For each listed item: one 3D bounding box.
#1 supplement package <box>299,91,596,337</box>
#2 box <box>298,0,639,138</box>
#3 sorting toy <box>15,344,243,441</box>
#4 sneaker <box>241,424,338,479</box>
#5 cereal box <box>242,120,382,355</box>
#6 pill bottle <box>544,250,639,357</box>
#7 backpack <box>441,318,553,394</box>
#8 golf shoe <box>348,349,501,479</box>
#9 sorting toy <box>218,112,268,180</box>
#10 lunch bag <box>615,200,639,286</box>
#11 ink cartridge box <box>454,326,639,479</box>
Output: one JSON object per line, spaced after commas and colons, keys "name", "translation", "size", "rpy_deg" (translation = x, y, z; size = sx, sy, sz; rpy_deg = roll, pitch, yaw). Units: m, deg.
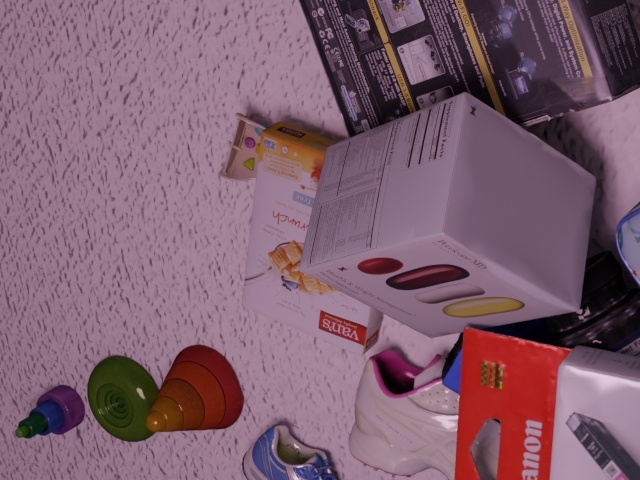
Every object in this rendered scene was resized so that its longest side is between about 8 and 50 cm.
{"name": "supplement package", "translation": [0.126, -0.015, 1.189], "size": [0.203, 0.194, 0.149], "rpy_deg": [-17, 53, 49]}
{"name": "box", "translation": [0.109, -0.289, 1.189], "size": [0.318, 0.097, 0.395], "rpy_deg": [-15, 98, 45]}
{"name": "sorting toy", "translation": [-0.281, 0.234, 1.638], "size": [0.365, 0.126, 0.127], "rpy_deg": [-12, 101, 35]}
{"name": "sneaker", "translation": [-0.009, 0.318, 1.518], "size": [0.211, 0.080, 0.081], "rpy_deg": [38, 126, 15]}
{"name": "cereal box", "translation": [0.000, 0.000, 1.404], "size": [0.173, 0.047, 0.240], "rpy_deg": [21, 121, 22]}
{"name": "pill bottle", "translation": [0.308, 0.126, 1.217], "size": [0.123, 0.123, 0.219], "rpy_deg": [-33, 87, 37]}
{"name": "backpack", "translation": [0.193, 0.123, 1.291], "size": [0.101, 0.120, 0.098], "rpy_deg": [31, 121, 19]}
{"name": "golf shoe", "translation": [0.166, 0.206, 1.348], "size": [0.306, 0.115, 0.140], "rpy_deg": [8, 107, 29]}
{"name": "sorting toy", "translation": [-0.071, -0.104, 1.432], "size": [0.075, 0.045, 0.083], "rpy_deg": [27, 120, 13]}
{"name": "lunch bag", "translation": [0.403, 0.029, 1.140], "size": [0.176, 0.090, 0.219], "rpy_deg": [-35, 87, 37]}
{"name": "ink cartridge box", "translation": [0.236, 0.236, 1.182], "size": [0.239, 0.060, 0.275], "rpy_deg": [9, 109, 24]}
